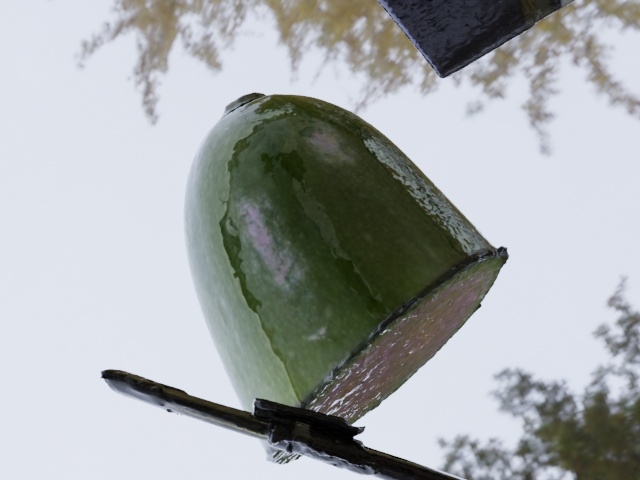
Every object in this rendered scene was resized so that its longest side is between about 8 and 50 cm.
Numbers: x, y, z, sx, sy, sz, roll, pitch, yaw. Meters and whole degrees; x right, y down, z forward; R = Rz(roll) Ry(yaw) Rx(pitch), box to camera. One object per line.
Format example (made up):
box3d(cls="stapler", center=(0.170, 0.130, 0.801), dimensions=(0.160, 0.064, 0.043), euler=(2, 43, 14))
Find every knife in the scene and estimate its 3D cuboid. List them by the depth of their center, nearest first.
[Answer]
box3d(cls="knife", center=(0.010, 0.087, 0.531), dimensions=(0.222, 0.045, 0.021), euler=(17, -91, 18))

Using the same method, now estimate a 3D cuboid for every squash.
box3d(cls="squash", center=(-0.027, 0.010, 1.252), dimensions=(0.310, 0.310, 0.309), euler=(-36, -106, -26))

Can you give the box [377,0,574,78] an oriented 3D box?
box3d(cls="box", center=(0.139, -0.222, 0.770), dimensions=(0.168, 0.259, 0.071), euler=(40, -155, -47))
